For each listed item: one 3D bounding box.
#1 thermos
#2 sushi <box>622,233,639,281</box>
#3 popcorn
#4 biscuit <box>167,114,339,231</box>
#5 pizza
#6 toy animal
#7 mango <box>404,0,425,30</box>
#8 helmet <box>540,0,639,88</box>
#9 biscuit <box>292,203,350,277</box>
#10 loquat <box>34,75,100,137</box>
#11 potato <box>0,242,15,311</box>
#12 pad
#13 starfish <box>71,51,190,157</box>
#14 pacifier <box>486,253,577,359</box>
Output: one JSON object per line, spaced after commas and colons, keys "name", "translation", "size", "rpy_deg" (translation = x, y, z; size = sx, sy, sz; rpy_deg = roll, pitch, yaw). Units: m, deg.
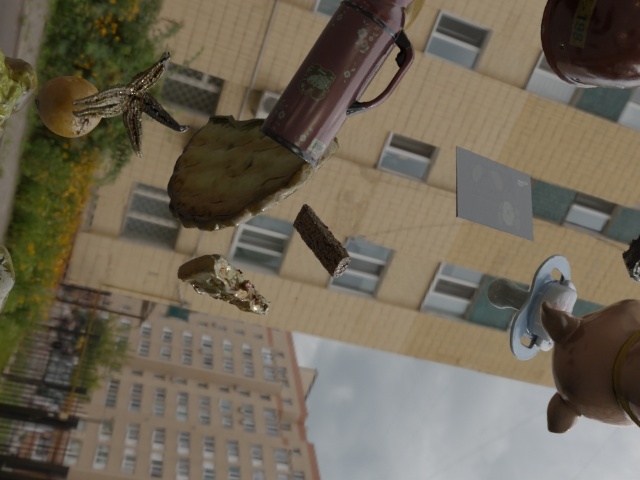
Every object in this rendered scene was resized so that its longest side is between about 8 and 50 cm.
{"name": "thermos", "translation": [0.047, -0.275, 1.069], "size": [0.136, 0.109, 0.330], "rpy_deg": [38, -83, 41]}
{"name": "sushi", "translation": [0.772, 0.027, 1.604], "size": [0.150, 0.090, 0.078], "rpy_deg": [122, -19, -45]}
{"name": "popcorn", "translation": [-0.604, -0.252, 1.164], "size": [0.252, 0.236, 0.206], "rpy_deg": [68, 16, -54]}
{"name": "biscuit", "translation": [-0.142, -0.151, 1.299], "size": [0.335, 0.329, 0.078], "rpy_deg": [61, -2, 47]}
{"name": "pizza", "translation": [-0.257, 0.134, 1.892], "size": [0.189, 0.297, 0.071], "rpy_deg": [-11, -125, 31]}
{"name": "toy animal", "translation": [0.362, 0.152, 0.739], "size": [0.248, 0.149, 0.165], "rpy_deg": [4, -84, 55]}
{"name": "mango", "translation": [0.143, -0.547, 1.384], "size": [0.211, 0.172, 0.318], "rpy_deg": [50, 47, -69]}
{"name": "helmet", "translation": [0.669, -0.472, 1.428], "size": [0.230, 0.337, 0.385], "rpy_deg": [-125, -141, -53]}
{"name": "biscuit", "translation": [0.000, 0.000, 1.488], "size": [0.199, 0.034, 0.064], "rpy_deg": [54, -51, 42]}
{"name": "loquat", "translation": [-0.556, -0.295, 1.532], "size": [0.141, 0.141, 0.141], "rpy_deg": [-165, -90, -73]}
{"name": "potato", "translation": [-0.535, 0.073, 0.980], "size": [0.251, 0.159, 0.174], "rpy_deg": [-27, -178, 23]}
{"name": "pad", "translation": [0.299, -0.078, 1.181], "size": [0.004, 0.190, 0.127], "rpy_deg": [-23, -121, 53]}
{"name": "starfish", "translation": [-0.216, -0.173, 0.832], "size": [0.130, 0.133, 0.041], "rpy_deg": [-54, -147, 12]}
{"name": "pacifier", "translation": [0.542, 0.161, 1.802], "size": [0.225, 0.238, 0.287], "rpy_deg": [26, -90, 41]}
